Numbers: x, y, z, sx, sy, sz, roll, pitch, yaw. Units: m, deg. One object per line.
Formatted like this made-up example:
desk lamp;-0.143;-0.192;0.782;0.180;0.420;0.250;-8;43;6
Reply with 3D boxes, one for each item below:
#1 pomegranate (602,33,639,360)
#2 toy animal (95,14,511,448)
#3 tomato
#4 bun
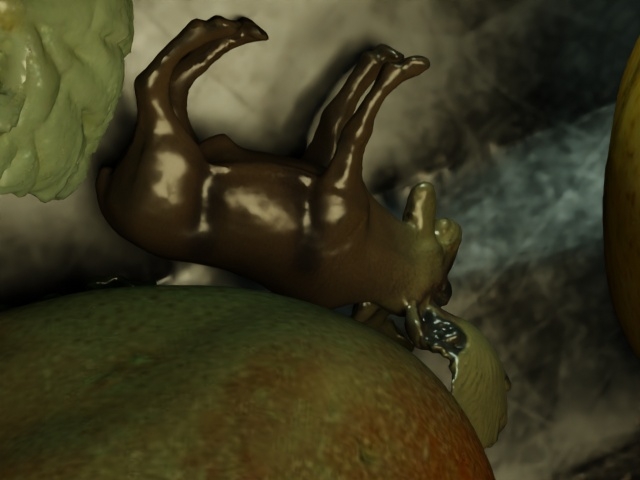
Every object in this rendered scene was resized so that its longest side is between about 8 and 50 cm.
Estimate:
pomegranate;0.301;0.005;0.847;0.417;0.416;0.416;-6;108;-19
toy animal;0.000;0.000;0.903;0.214;0.094;0.186;11;97;-16
tomato;-0.072;0.145;0.804;0.303;0.303;0.239;-11;107;-18
bun;-0.172;-0.077;0.785;0.212;0.126;0.204;-43;114;-3
